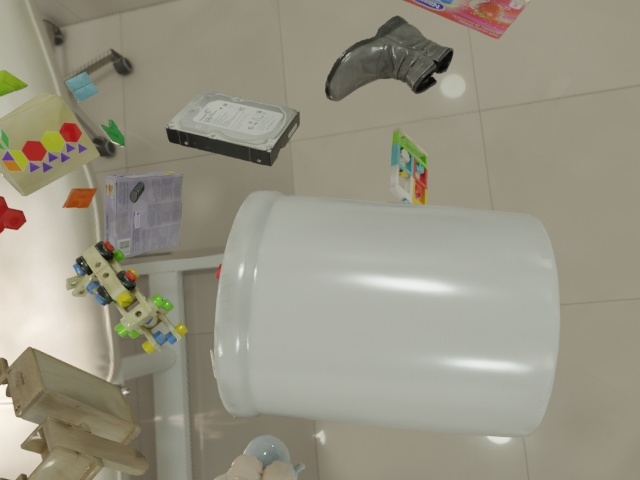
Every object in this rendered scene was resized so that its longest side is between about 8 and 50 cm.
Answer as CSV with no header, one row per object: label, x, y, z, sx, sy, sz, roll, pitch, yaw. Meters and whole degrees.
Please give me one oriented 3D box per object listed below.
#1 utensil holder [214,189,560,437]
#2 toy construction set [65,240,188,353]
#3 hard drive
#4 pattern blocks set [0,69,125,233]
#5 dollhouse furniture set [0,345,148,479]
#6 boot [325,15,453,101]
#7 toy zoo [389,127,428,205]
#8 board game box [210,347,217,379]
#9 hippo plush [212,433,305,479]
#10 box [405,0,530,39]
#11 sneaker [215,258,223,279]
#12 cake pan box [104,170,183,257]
utensil holder,0.088,0.102,0.704,0.386,0.327,0.327,5,86,7
toy construction set,-0.474,0.122,1.174,0.328,0.215,0.151,29,71,20
hard drive,-0.259,-0.349,1.493,0.339,0.064,0.236,15,48,13
pattern blocks set,-0.544,-0.181,0.949,0.026,0.325,0.285,2,118,46
dollhouse furniture set,-0.439,0.350,0.673,0.355,0.174,0.303,-50,43,-8
boot,0.193,-0.476,1.385,0.338,0.118,0.223,-43,67,-4
toy zoo,0.311,-0.224,1.718,0.030,0.192,0.292,-16,56,40
board game box,-0.278,0.379,1.616,0.026,0.154,0.103,23,122,52
hippo plush,-0.105,0.607,1.216,0.235,0.236,0.294,-25,95,18
box,0.222,-0.496,0.848,0.300,0.142,0.153,22,89,1
sneaker,-0.197,0.172,1.313,0.107,0.118,0.278,-23,104,26
cake pan box,-0.552,-0.080,1.553,0.070,0.246,0.266,21,113,32
